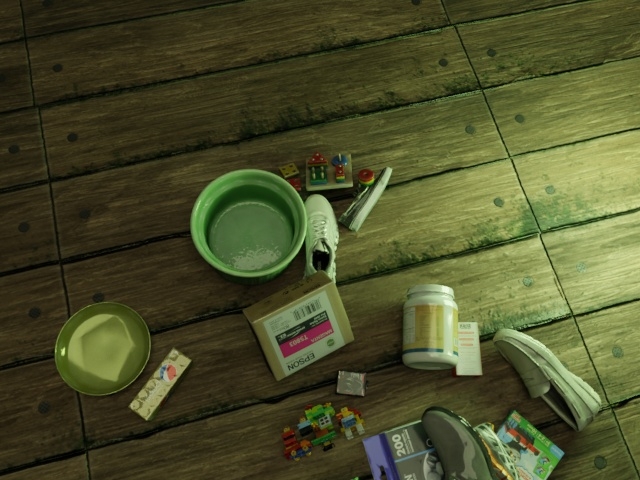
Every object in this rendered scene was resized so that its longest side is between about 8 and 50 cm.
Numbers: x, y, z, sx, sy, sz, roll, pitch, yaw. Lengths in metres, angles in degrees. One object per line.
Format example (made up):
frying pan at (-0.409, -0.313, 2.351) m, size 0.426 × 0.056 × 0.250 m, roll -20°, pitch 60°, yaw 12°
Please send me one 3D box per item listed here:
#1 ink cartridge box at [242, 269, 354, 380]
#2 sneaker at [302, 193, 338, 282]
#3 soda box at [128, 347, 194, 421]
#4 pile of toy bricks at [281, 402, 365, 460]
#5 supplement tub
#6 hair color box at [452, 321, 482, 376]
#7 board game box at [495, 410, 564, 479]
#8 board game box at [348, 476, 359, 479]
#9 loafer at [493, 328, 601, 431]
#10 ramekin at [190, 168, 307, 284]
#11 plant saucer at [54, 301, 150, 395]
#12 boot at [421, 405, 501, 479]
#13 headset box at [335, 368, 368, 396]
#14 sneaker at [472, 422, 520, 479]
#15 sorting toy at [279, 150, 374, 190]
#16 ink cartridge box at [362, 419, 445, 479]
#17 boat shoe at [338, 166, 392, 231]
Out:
ink cartridge box at (-0.052, 0.215, 1.612) m, size 0.234 × 0.088 × 0.193 m, roll -27°, pitch 116°, yaw -13°
sneaker at (0.000, 0.000, 1.735) m, size 0.109 × 0.118 × 0.292 m, roll -3°, pitch 69°, yaw -3°
soda box at (-0.401, 0.365, 1.606) m, size 0.061 × 0.058 × 0.181 m, roll 33°, pitch 71°, yaw 8°
pile of toy bricks at (-0.006, 0.453, 1.584) m, size 0.212 × 0.118 × 0.105 m, roll -23°, pitch 40°, yaw -2°
supplement tub at (0.286, 0.227, 1.652) m, size 0.144 × 0.144 × 0.200 m, roll 5°, pitch 69°, yaw -2°
hair color box at (0.385, 0.291, 1.689) m, size 0.071 × 0.043 × 0.141 m, roll 1°, pitch 71°, yaw -3°
board game box at (0.487, 0.564, 1.597) m, size 0.160 × 0.039 × 0.211 m, roll 40°, pitch 73°, yaw 11°
board game box at (-0.008, 0.663, 1.484) m, size 0.259 × 0.030 × 0.136 m, roll -25°, pitch 73°, yaw 13°
loafer at (0.574, 0.356, 1.641) m, size 0.319 × 0.112 × 0.111 m, roll 40°, pitch 64°, yaw 10°
ramekin at (-0.190, -0.025, 1.714) m, size 0.303 × 0.148 × 0.304 m, roll 1°, pitch 70°, yaw -3°
plant saucer at (-0.557, 0.280, 1.639) m, size 0.240 × 0.037 × 0.241 m, roll 1°, pitch 69°, yaw -2°
boot at (0.306, 0.568, 1.458) m, size 0.222 × 0.118 × 0.338 m, roll -26°, pitch 73°, yaw -39°
headset box at (0.083, 0.372, 1.647) m, size 0.083 × 0.032 × 0.062 m, roll 7°, pitch 69°, yaw 1°
sneaker at (0.440, 0.541, 1.542) m, size 0.083 × 0.084 × 0.215 m, roll -27°, pitch 79°, yaw -34°
sorting toy at (0.013, -0.207, 1.815) m, size 0.274 × 0.046 × 0.132 m, roll -5°, pitch 48°, yaw 4°
ink cartridge box at (0.232, 0.565, 1.579) m, size 0.208 × 0.045 × 0.207 m, roll -16°, pitch 72°, yaw -8°
boat shoe at (0.129, -0.130, 1.810) m, size 0.070 × 0.078 × 0.219 m, roll 32°, pitch 73°, yaw 7°
